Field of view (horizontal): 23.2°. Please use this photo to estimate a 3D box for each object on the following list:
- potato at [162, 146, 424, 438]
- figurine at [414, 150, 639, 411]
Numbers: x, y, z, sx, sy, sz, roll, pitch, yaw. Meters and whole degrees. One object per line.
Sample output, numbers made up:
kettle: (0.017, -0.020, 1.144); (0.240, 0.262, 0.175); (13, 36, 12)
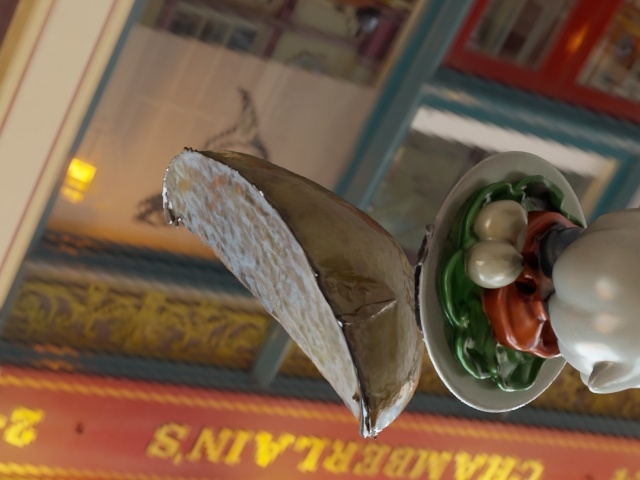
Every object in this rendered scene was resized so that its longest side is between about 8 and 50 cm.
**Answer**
potato: (0.001, -0.002, 1.026); (0.100, 0.120, 0.261); (-21, -133, -26)
figurine: (0.135, 0.025, 0.709); (0.132, 0.132, 0.153); (4, -179, -44)
